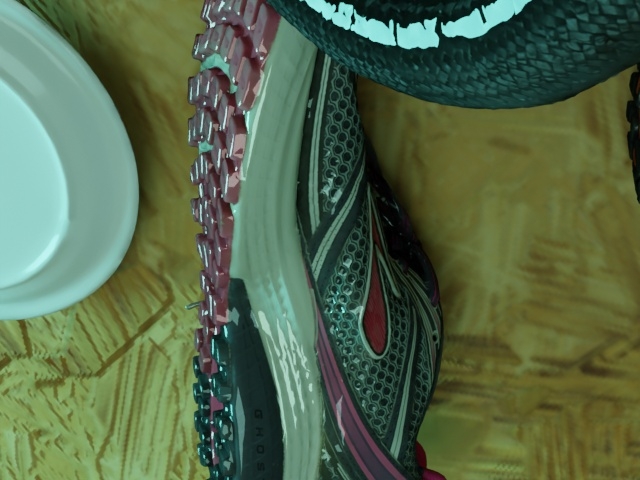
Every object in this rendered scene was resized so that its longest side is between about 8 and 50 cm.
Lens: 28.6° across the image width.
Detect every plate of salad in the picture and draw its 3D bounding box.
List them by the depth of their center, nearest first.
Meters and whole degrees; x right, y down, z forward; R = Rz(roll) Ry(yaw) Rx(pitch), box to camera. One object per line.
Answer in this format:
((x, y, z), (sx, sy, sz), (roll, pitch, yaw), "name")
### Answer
((-0.181, -0.046, 0.619), (0.200, 0.048, 0.200), (7, 126, 10), "plate of salad")

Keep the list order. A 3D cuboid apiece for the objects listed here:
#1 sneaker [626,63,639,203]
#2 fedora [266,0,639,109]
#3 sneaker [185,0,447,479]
((0.180, -0.111, 0.472), (0.087, 0.083, 0.221), (7, 122, -1), "sneaker")
((0.052, -0.215, 0.378), (0.334, 0.152, 0.334), (36, 139, 40), "fedora")
((0.000, 0.000, 0.561), (0.112, 0.121, 0.299), (-5, 114, -13), "sneaker")
